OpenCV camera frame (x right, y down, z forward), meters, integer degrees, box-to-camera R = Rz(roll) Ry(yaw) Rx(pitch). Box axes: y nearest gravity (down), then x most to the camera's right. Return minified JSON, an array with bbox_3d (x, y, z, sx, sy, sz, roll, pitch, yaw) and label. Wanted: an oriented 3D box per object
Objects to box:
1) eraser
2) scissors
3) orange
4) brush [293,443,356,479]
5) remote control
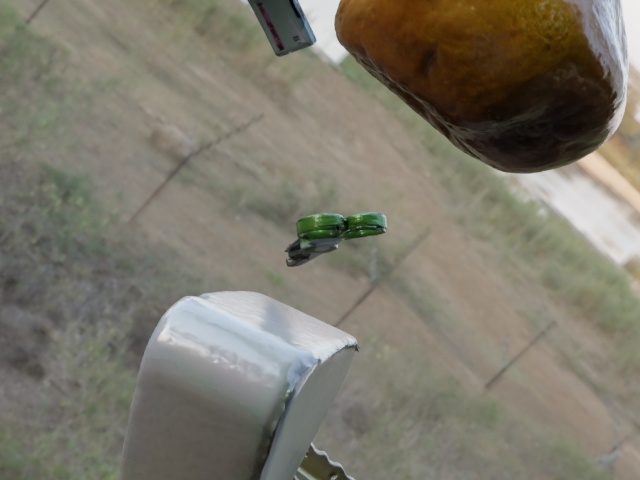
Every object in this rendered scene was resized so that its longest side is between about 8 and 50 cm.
[{"bbox_3d":[-0.086,0.168,1.219,0.150,0.331,0.331,26,11,10],"label":"eraser"},{"bbox_3d":[0.000,0.000,1.406,0.101,0.027,0.204,1,-12,-19],"label":"scissors"},{"bbox_3d":[0.144,-0.164,0.956,0.249,0.183,0.249,37,4,-3],"label":"orange"},{"bbox_3d":[-0.089,0.279,1.705,0.301,0.071,0.084,33,46,18],"label":"brush"},{"bbox_3d":[-0.068,-0.298,1.470,0.029,0.065,0.166,-46,116,-46],"label":"remote control"}]
